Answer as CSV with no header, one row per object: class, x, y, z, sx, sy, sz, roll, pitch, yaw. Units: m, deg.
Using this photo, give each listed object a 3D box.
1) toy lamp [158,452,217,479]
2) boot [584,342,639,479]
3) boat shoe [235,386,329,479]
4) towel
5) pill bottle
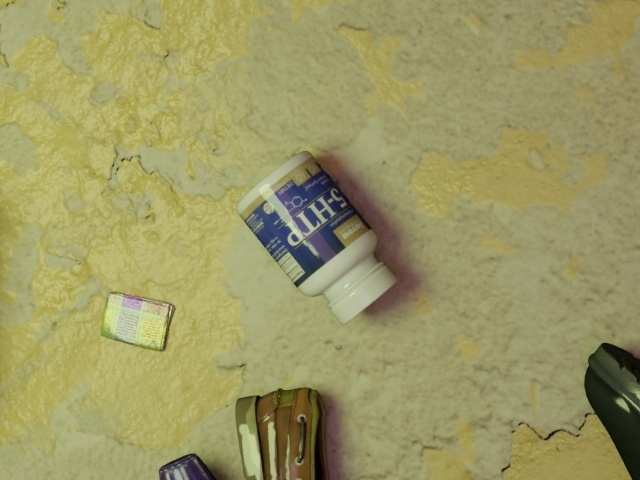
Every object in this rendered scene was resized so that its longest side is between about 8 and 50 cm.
toy lamp,-0.113,0.381,1.834,0.080,0.080,0.275,-24,91,7
boot,0.322,0.395,1.795,0.367,0.146,0.445,42,105,14
boat shoe,-0.021,0.325,1.833,0.104,0.111,0.307,-11,91,8
towel,-0.221,0.098,1.900,0.083,0.009,0.060,12,94,7
pill bottle,0.000,0.000,1.820,0.112,0.112,0.187,-40,88,6
